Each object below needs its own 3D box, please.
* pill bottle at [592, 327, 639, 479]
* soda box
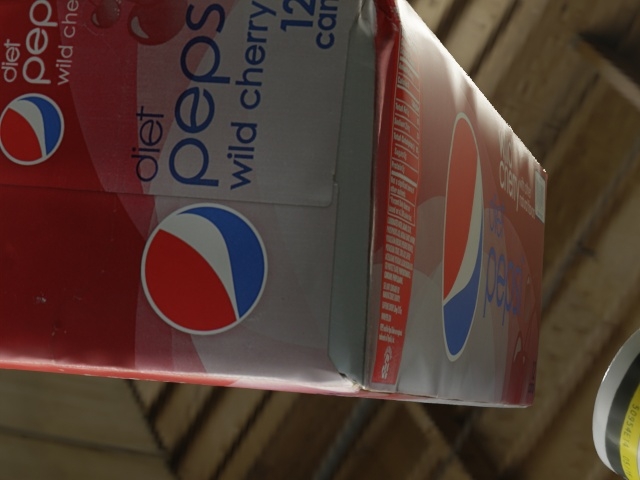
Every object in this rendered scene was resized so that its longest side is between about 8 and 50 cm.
[{"bbox_3d":[0.276,0.131,0.984,0.208,0.119,0.119,30,-78,43],"label":"pill bottle"},{"bbox_3d":[0.000,0.000,0.441,0.092,0.263,0.083,3,-96,14],"label":"soda box"}]
